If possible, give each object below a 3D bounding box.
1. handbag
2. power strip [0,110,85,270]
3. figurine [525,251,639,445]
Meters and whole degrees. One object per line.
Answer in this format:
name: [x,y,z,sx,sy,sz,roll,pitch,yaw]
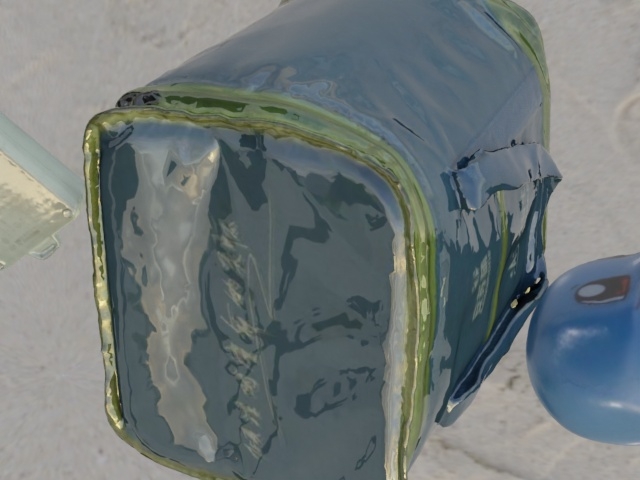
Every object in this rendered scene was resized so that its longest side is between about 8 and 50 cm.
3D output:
handbag: [0.012,-0.008,0.727,0.222,0.241,0.263,13,124,19]
power strip: [-0.329,-0.078,1.086,0.118,0.046,0.270,-33,124,23]
figurine: [0.355,0.100,0.834,0.416,0.243,0.298,30,35,11]
